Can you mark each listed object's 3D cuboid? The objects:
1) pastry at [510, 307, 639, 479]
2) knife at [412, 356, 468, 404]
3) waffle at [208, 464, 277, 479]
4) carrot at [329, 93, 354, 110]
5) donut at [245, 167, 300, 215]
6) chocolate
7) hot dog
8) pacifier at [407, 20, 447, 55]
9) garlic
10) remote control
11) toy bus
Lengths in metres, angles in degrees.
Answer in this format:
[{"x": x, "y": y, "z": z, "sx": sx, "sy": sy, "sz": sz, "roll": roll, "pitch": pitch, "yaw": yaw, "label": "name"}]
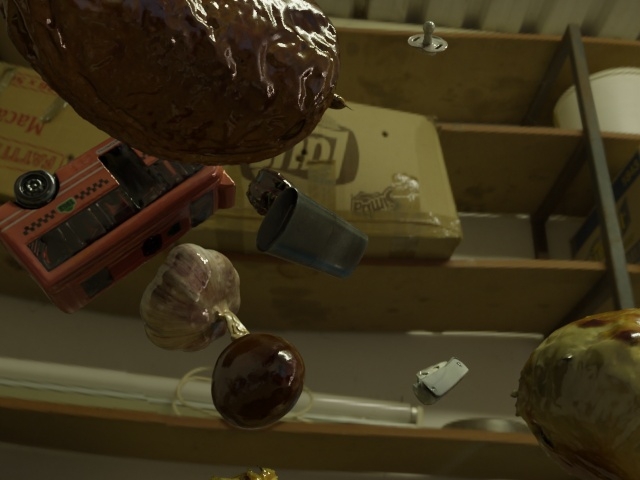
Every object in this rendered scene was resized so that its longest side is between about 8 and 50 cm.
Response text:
[{"x": 0.370, "y": 0.178, "z": 0.763, "sx": 0.170, "sy": 0.237, "sz": 0.256, "roll": 35, "pitch": -18, "yaw": -9, "label": "pastry"}, {"x": 0.281, "y": 0.316, "z": 1.381, "sx": 0.041, "sy": 0.073, "sz": 0.265, "roll": -47, "pitch": -21, "yaw": 23, "label": "knife"}, {"x": -0.072, "y": 0.423, "z": 0.854, "sx": 0.300, "sy": 0.058, "sz": 0.281, "roll": 12, "pitch": 11, "yaw": 2, "label": "waffle"}, {"x": -0.042, "y": -0.394, "z": 1.580, "sx": 0.297, "sy": 0.078, "sz": 0.078, "roll": 23, "pitch": -29, "yaw": 13, "label": "carrot"}, {"x": -0.092, "y": -0.073, "z": 1.500, "sx": 0.230, "sy": 0.096, "sz": 0.216, "roll": 53, "pitch": -12, "yaw": -21, "label": "donut"}, {"x": -0.104, "y": 0.234, "z": 1.019, "sx": 0.176, "sy": 0.177, "sz": 0.177, "roll": 4, "pitch": -32, "yaw": 2, "label": "chocolate"}, {"x": -0.165, "y": -0.237, "z": 0.692, "sx": 0.387, "sy": 0.267, "sz": 0.174, "roll": 15, "pitch": -24, "yaw": -31, "label": "hot dog"}, {"x": 0.258, "y": -0.485, "z": 1.420, "sx": 0.099, "sy": 0.081, "sz": 0.078, "roll": 29, "pitch": -34, "yaw": 30, "label": "pacifier"}, {"x": -0.245, "y": 0.154, "z": 1.294, "sx": 0.253, "sy": 0.245, "sz": 0.245, "roll": 29, "pitch": -20, "yaw": 30, "label": "garlic"}, {"x": 0.000, "y": 0.000, "z": 1.037, "sx": 0.044, "sy": 0.107, "sz": 0.377, "roll": 26, "pitch": 0, "yaw": 23, "label": "remote control"}, {"x": -0.380, "y": -0.069, "z": 1.149, "sx": 0.233, "sy": 0.426, "sz": 0.203, "roll": 48, "pitch": -22, "yaw": 10, "label": "toy bus"}]
